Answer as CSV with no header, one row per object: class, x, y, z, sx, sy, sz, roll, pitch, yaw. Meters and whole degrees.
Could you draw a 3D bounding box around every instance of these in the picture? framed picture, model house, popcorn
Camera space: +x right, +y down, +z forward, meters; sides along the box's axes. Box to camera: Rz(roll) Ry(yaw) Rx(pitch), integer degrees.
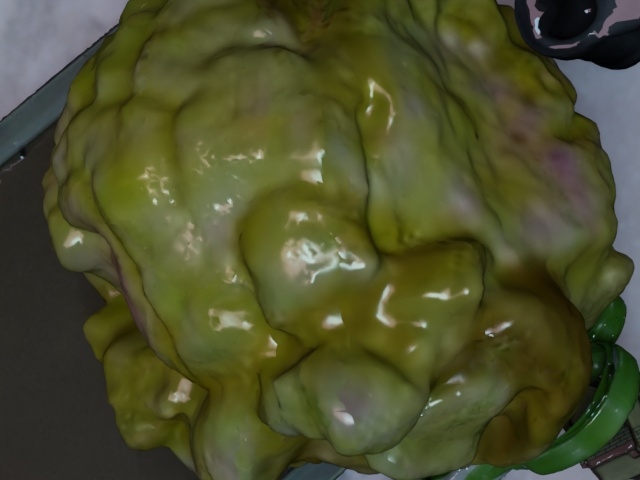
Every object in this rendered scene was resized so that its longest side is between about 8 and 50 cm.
framed picture,-0.065,0.022,0.877,0.293,0.018,0.231,-40,85,-8
model house,0.155,0.075,0.861,0.083,0.057,0.058,-26,50,14
popcorn,0.000,0.000,0.770,0.212,0.259,0.259,-32,87,44

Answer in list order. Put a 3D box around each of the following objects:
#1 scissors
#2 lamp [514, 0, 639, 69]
scissors,0.065,0.103,0.870,0.027,0.101,0.204,36,117,-19
lamp,0.245,-0.240,0.747,0.374,0.205,0.272,-13,88,19
